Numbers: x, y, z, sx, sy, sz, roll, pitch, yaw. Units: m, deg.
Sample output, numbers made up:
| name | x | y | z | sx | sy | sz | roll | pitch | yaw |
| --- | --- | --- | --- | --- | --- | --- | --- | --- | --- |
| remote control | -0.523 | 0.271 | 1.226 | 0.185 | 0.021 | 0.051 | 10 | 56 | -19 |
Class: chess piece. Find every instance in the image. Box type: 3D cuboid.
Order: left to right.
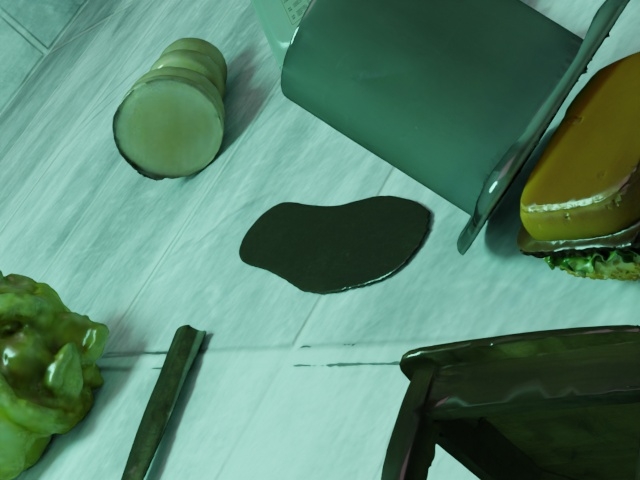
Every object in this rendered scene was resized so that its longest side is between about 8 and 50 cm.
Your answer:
| name | x | y | z | sx | sy | sz | roll | pitch | yaw |
| --- | --- | --- | --- | --- | --- | --- | --- | --- | --- |
| chess piece | -0.190 | -0.198 | 1.569 | 0.142 | 0.143 | 0.261 | -39 | 22 | 20 |

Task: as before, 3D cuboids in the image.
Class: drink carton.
| name | x | y | z | sx | sy | sz | roll | pitch | yaw |
| --- | --- | --- | --- | --- | --- | --- | --- | --- | --- |
| drink carton | 0.081 | -0.114 | 0.836 | 0.185 | 0.189 | 0.191 | -60 | -6 | -11 |

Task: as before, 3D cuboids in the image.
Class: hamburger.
| name | x | y | z | sx | sy | sz | roll | pitch | yaw |
| --- | --- | --- | --- | --- | --- | --- | --- | --- | --- |
| hamburger | 0.198 | -0.045 | 0.727 | 0.166 | 0.087 | 0.137 | -56 | 24 | -20 |

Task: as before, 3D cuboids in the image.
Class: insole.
| name | x | y | z | sx | sy | sz | roll | pitch | yaw |
| --- | --- | --- | --- | --- | --- | --- | --- | --- | --- |
| insole | 0.000 | 0.000 | 1.092 | 0.111 | 0.007 | 0.327 | -54 | 24 | -15 |

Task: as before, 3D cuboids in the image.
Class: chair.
| name | x | y | z | sx | sy | sz | roll | pitch | yaw |
| --- | --- | --- | --- | --- | --- | --- | --- | --- | --- |
| chair | 0.149 | 0.077 | 0.543 | 0.186 | 0.160 | 0.319 | -19 | 39 | 45 |

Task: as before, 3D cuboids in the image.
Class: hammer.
| name | x | y | z | sx | sy | sz | roll | pitch | yaw |
| --- | --- | --- | --- | --- | --- | --- | --- | --- | --- |
| hammer | -0.156 | 0.188 | 1.046 | 0.125 | 0.027 | 0.297 | -23 | 34 | 35 |

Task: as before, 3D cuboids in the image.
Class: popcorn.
| name | x | y | z | sx | sy | sz | roll | pitch | yaw |
| --- | --- | --- | --- | --- | --- | --- | --- | --- | --- |
| popcorn | -0.359 | 0.135 | 1.258 | 0.259 | 0.212 | 0.259 | -45 | 24 | 26 |

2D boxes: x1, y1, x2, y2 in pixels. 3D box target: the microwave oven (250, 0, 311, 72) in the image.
| name | x | y | z | sx | sy | sz | roll | pitch | yaw |
| --- | --- | --- | --- | --- | --- | --- | --- | --- | --- |
| microwave oven | 0.045 | -0.273 | 1.230 | 0.208 | 0.122 | 0.162 | -34 | 64 | 27 |

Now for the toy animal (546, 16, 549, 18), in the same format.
| name | x | y | z | sx | sy | sz | roll | pitch | yaw |
| --- | --- | --- | --- | --- | --- | --- | --- | --- | --- |
| toy animal | 0.154 | -0.209 | 1.080 | 0.224 | 0.066 | 0.230 | -47 | 19 | 2 |
